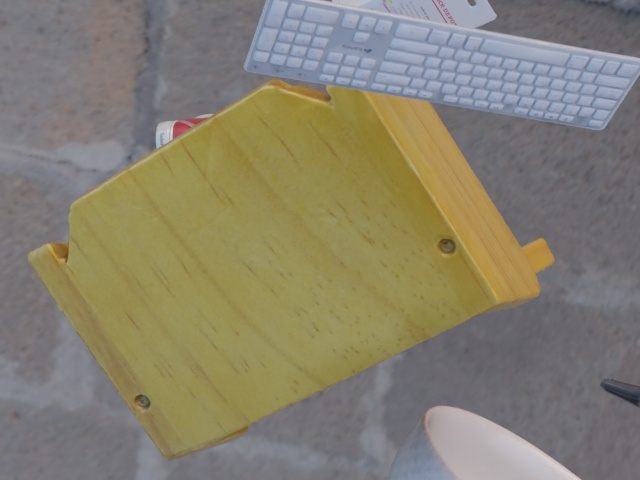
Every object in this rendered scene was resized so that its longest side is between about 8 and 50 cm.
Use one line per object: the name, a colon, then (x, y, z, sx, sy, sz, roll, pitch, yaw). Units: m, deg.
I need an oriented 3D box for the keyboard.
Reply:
keyboard: (0.082, -0.115, 0.973, 0.256, 0.014, 0.072, 8, 148, -14)

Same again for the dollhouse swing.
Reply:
dollhouse swing: (0.000, 0.000, 1.355, 0.347, 0.305, 0.315, -28, 101, 26)

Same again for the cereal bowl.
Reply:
cereal bowl: (0.194, 0.312, 1.390, 0.339, 0.339, 0.141, 36, 101, 7)

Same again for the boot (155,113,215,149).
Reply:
boot: (-0.103, -0.139, 2.070, 0.176, 0.244, 0.088, -5, 93, 16)

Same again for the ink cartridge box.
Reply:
ink cartridge box: (0.117, -0.295, 1.863, 0.181, 0.061, 0.104, -21, 132, 21)

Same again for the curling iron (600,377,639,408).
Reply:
curling iron: (0.423, 0.193, 1.882, 0.035, 0.274, 0.068, -18, 93, -12)
